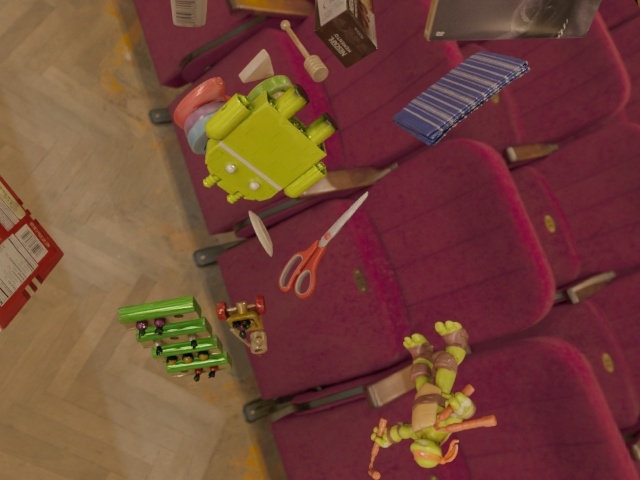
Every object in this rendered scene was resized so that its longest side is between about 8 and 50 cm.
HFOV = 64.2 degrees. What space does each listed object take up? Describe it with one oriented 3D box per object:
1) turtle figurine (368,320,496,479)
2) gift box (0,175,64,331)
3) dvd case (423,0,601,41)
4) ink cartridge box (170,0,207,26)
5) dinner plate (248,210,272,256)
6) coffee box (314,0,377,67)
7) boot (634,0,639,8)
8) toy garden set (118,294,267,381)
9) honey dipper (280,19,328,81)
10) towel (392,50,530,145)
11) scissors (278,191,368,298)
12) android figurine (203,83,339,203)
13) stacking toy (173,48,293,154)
[{"bbox_3d":[0.166,0.224,0.717,0.087,0.269,0.217,27,48,-9],"label":"turtle figurine"},{"bbox_3d":[-0.647,0.038,0.890,0.276,0.258,0.255,-84,153,-62],"label":"gift box"},{"bbox_3d":[0.184,-0.266,0.401,0.165,0.221,0.018,-6,48,-11],"label":"dvd case"},{"bbox_3d":[-0.212,-0.539,0.776,0.072,0.303,0.307,-6,91,-12],"label":"ink cartridge box"},{"bbox_3d":[-0.159,-0.022,1.405,0.017,0.141,0.141,-25,87,1],"label":"dinner plate"},{"bbox_3d":[0.076,-0.700,1.557,0.168,0.119,0.297,37,42,-42],"label":"coffee box"},{"bbox_3d":[0.491,-0.252,0.643,0.198,0.077,0.137,10,54,-19],"label":"boot"},{"bbox_3d":[-0.173,0.166,0.807,0.204,0.244,0.049,-9,55,0],"label":"toy garden set"},{"bbox_3d":[-0.032,-0.333,0.882,0.030,0.030,0.160,0,49,-37],"label":"honey dipper"},{"bbox_3d":[0.382,-0.407,1.435,0.336,0.243,0.040,-37,123,2],"label":"towel"},{"bbox_3d":[0.000,0.000,1.171,0.021,0.109,0.297,25,96,-47],"label":"scissors"},{"bbox_3d":[-0.106,-0.170,0.973,0.248,0.273,0.056,38,28,-39],"label":"android figurine"},{"bbox_3d":[-0.172,-0.278,1.211,0.130,0.279,0.309,57,7,9],"label":"stacking toy"}]
